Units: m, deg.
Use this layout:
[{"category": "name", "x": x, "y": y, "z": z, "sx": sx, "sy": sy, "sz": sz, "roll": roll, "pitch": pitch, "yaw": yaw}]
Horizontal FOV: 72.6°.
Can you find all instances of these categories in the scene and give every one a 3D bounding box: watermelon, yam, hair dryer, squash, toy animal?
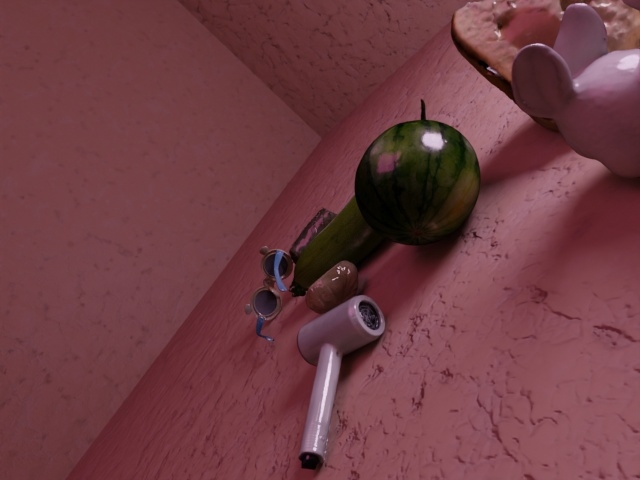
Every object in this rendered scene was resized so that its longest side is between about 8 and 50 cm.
[{"category": "watermelon", "x": 0.148, "y": -0.096, "z": 0.674, "sx": 0.188, "sy": 0.187, "sz": 0.215, "roll": -35, "pitch": 35, "yaw": 44}, {"category": "yam", "x": 0.000, "y": 0.000, "z": 1.066, "sx": 0.183, "sy": 0.107, "sz": 0.107, "roll": -51, "pitch": 14, "yaw": -3}, {"category": "hair dryer", "x": 0.012, "y": 0.189, "z": 0.598, "sx": 0.131, "sy": 0.073, "sz": 0.237, "roll": -37, "pitch": 21, "yaw": 37}, {"category": "squash", "x": 0.065, "y": -0.014, "z": 0.877, "sx": 0.395, "sy": 0.107, "sz": 0.107, "roll": -48, "pitch": 13, "yaw": 27}, {"category": "toy animal", "x": 0.299, "y": -0.155, "z": 0.397, "sx": 0.127, "sy": 0.178, "sz": 0.193, "roll": -51, "pitch": 16, "yaw": -17}]

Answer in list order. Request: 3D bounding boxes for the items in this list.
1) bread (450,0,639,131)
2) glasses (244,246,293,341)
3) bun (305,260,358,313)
[{"category": "bread", "x": 0.321, "y": -0.271, "z": 0.592, "sx": 0.184, "sy": 0.224, "sz": 0.211, "roll": -48, "pitch": 21, "yaw": 29}, {"category": "glasses", "x": -0.098, "y": 0.135, "z": 1.007, "sx": 0.220, "sy": 0.088, "sz": 0.190, "roll": 42, "pitch": 117, "yaw": 64}, {"category": "bun", "x": 0.026, "y": 0.091, "z": 0.805, "sx": 0.115, "sy": 0.069, "sz": 0.115, "roll": -39, "pitch": -5, "yaw": -4}]
